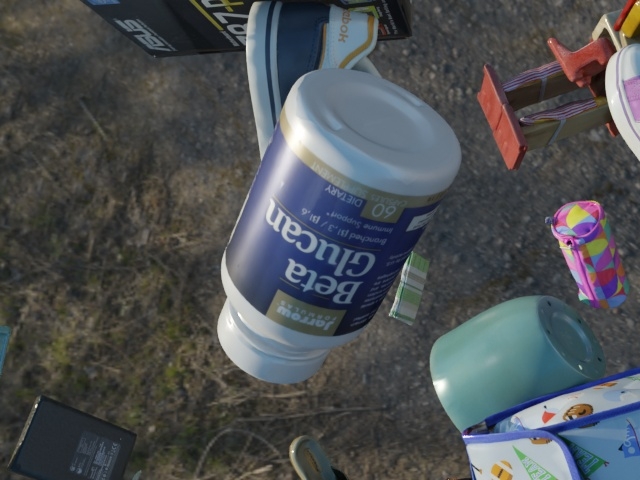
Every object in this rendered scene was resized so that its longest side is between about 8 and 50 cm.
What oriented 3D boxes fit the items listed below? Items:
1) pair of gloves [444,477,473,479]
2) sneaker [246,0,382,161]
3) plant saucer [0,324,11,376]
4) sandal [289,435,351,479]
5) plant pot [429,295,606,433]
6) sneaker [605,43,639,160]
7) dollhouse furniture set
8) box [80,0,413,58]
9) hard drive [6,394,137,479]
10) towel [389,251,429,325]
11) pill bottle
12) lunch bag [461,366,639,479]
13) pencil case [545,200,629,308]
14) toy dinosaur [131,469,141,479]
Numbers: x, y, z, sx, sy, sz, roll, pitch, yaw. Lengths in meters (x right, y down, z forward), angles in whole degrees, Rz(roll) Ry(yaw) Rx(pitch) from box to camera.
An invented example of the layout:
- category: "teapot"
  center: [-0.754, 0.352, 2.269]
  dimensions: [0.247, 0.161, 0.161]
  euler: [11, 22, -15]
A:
- category: "pair of gloves"
  center: [0.256, 0.455, 1.564]
  dimensions: [0.083, 0.074, 0.010]
  euler: [116, 157, -55]
- category: "sneaker"
  center: [0.005, -0.092, 0.855]
  dimensions: [0.127, 0.321, 0.126]
  euler: [1, 50, 5]
- category: "plant saucer"
  center: [-0.410, 0.191, 0.975]
  dimensions: [0.018, 0.067, 0.192]
  euler: [4, 80, 49]
- category: "sandal"
  center: [0.020, 0.366, 1.245]
  dimensions: [0.180, 0.072, 0.049]
  euler: [55, 140, 9]
- category: "plant pot"
  center: [0.397, 0.244, 1.613]
  dimensions: [0.235, 0.293, 0.293]
  euler: [-44, 59, 34]
- category: "sneaker"
  center: [0.434, -0.122, 0.927]
  dimensions: [0.282, 0.102, 0.161]
  euler: [68, 153, 14]
- category: "dollhouse furniture set"
  center: [0.371, -0.258, 1.225]
  dimensions: [0.201, 0.374, 0.152]
  euler: [-18, 74, -3]
- category: "box"
  center: [-0.094, -0.288, 0.786]
  dimensions: [0.318, 0.395, 0.097]
  euler: [0, 83, 13]
- category: "hard drive"
  center: [-0.302, 0.258, 1.030]
  dimensions: [0.022, 0.135, 0.094]
  euler: [-24, 43, 49]
- category: "towel"
  center: [0.198, 0.106, 1.861]
  dimensions: [0.023, 0.113, 0.152]
  euler: [11, 81, 29]
- category: "pill bottle"
  center: [0.000, 0.000, 0.463]
  dimensions: [0.094, 0.094, 0.169]
  euler: [50, 133, 30]
- category: "lunch bag"
  center: [0.461, 0.417, 1.389]
  dimensions: [0.385, 0.239, 0.328]
  euler: [-17, 90, 10]
- category: "pencil case"
  center: [0.495, 0.030, 1.541]
  dimensions: [0.104, 0.236, 0.104]
  euler: [-21, 42, 20]
- category: "toy dinosaur"
  center: [-0.247, 0.367, 1.031]
  dimensions: [0.092, 0.053, 0.183]
  euler: [1, 86, 13]
